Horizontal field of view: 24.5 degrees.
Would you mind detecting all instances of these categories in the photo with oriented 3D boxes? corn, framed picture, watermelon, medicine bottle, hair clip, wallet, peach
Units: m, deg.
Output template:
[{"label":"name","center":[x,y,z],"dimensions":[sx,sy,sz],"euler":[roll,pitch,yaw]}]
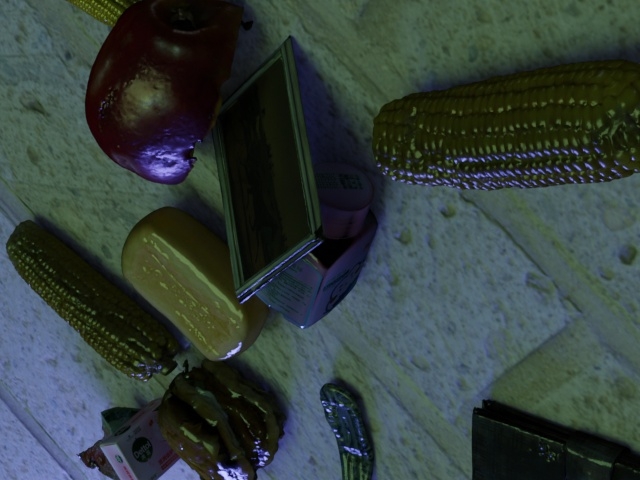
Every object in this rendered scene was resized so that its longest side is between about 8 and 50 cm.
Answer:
[{"label":"corn","center":[0.196,-0.110,1.464],"dimensions":[0.363,0.120,0.120],"euler":[0,119,47]},{"label":"framed picture","center":[-0.068,-0.079,1.694],"dimensions":[0.197,0.014,0.252],"euler":[-37,56,50]},{"label":"watermelon","center":[-0.292,0.331,2.267],"dimensions":[0.121,0.098,0.158],"euler":[55,138,18]},{"label":"medicine bottle","center":[0.000,0.000,1.721],"dimensions":[0.094,0.119,0.188],"euler":[36,138,16]},{"label":"corn","center":[-0.265,-0.303,1.776],"dimensions":[0.203,0.072,0.072],"euler":[33,137,17]},{"label":"hair clip","center":[0.039,0.286,1.969],"dimensions":[0.066,0.036,0.229],"euler":[8,119,33]},{"label":"corn","center":[-0.331,0.089,2.120],"dimensions":[0.320,0.097,0.097],"euler":[40,139,15]},{"label":"wallet","center":[0.318,0.302,1.718],"dimensions":[0.317,0.044,0.169],"euler":[17,129,32]},{"label":"peach","center":[-0.200,-0.160,1.724],"dimensions":[0.154,0.159,0.267],"euler":[21,143,-10]}]

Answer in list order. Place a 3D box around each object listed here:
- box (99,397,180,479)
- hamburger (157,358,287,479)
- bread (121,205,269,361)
[{"label":"box","center":[-0.253,0.301,2.179],"dimensions":[0.043,0.125,0.089],"euler":[-16,109,46]},{"label":"hamburger","center":[-0.154,0.267,2.064],"dimensions":[0.183,0.130,0.206],"euler":[43,142,13]},{"label":"bread","center":[-0.157,0.051,1.920],"dimensions":[0.217,0.098,0.147],"euler":[45,139,2]}]
